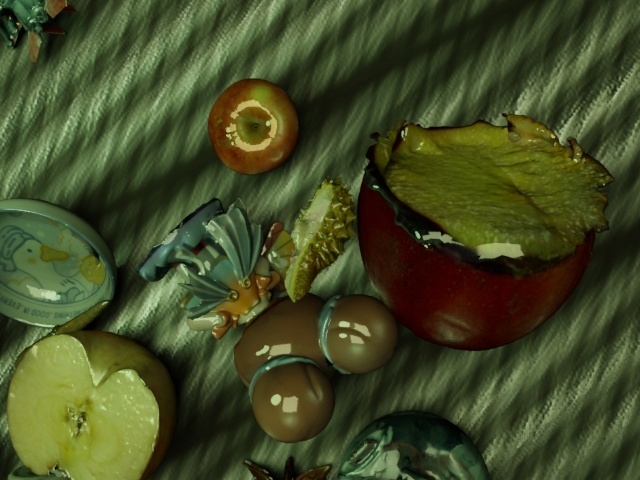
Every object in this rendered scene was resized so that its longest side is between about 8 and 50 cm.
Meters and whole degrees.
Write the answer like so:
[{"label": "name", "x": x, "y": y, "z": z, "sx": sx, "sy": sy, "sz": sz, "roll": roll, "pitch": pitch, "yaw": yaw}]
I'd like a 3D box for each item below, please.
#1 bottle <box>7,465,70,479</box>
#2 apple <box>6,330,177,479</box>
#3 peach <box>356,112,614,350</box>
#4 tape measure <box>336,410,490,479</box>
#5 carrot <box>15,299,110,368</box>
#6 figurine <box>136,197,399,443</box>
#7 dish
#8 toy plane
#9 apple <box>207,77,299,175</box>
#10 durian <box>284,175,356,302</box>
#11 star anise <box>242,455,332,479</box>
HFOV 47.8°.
[{"label": "bottle", "x": -0.480, "y": 0.526, "z": 1.277, "sx": 0.121, "sy": 0.120, "sz": 0.253, "roll": -5, "pitch": 92, "yaw": 6}, {"label": "apple", "x": -0.365, "y": 0.289, "z": 1.241, "sx": 0.293, "sy": 0.163, "sz": 0.251, "roll": 25, "pitch": 99, "yaw": 19}, {"label": "peach", "x": 0.228, "y": -0.020, "z": 1.058, "sx": 0.339, "sy": 0.416, "sz": 0.352, "roll": -9, "pitch": 88, "yaw": 0}, {"label": "tape measure", "x": 0.150, "y": 0.426, "z": 1.198, "sx": 0.256, "sy": 0.147, "sz": 0.274, "roll": 22, "pitch": 94, "yaw": 5}, {"label": "carrot", "x": -0.457, "y": 0.170, "z": 1.279, "sx": 0.254, "sy": 0.049, "sz": 0.049, "roll": -35, "pitch": 87, "yaw": 21}, {"label": "figurine", "x": -0.091, "y": 0.114, "z": 1.185, "sx": 0.277, "sy": 0.248, "sz": 0.388, "roll": -42, "pitch": 89, "yaw": -20}, {"label": "dish", "x": -0.478, "y": 0.015, "z": 1.264, "sx": 0.274, "sy": 0.133, "sz": 0.273, "roll": 3, "pitch": 131, "yaw": 4}, {"label": "toy plane", "x": -0.564, "y": -0.483, "z": 1.286, "sx": 0.326, "sy": 0.104, "sz": 0.223, "roll": 49, "pitch": 123, "yaw": 7}, {"label": "apple", "x": -0.113, "y": -0.193, "z": 1.229, "sx": 0.164, "sy": 0.139, "sz": 0.163, "roll": -1, "pitch": 97, "yaw": -6}, {"label": "durian", "x": 0.006, "y": 0.007, "z": 1.101, "sx": 0.078, "sy": 0.140, "sz": 0.224, "roll": 30, "pitch": 59, "yaw": -22}, {"label": "star anise", "x": -0.054, "y": 0.467, "z": 1.270, "sx": 0.159, "sy": 0.144, "sz": 0.140, "roll": -4, "pitch": 45, "yaw": -1}]
